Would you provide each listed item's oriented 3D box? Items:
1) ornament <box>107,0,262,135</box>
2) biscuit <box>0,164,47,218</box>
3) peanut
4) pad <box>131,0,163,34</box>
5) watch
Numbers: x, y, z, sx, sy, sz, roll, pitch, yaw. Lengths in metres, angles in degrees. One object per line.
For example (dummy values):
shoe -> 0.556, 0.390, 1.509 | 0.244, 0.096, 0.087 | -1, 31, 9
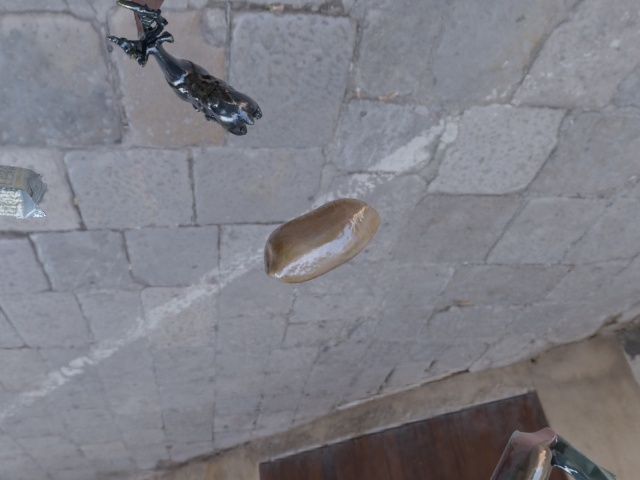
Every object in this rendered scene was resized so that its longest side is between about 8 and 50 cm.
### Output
ornament -> -0.205, -0.254, 0.784 | 0.080, 0.202, 0.236 | -53, 163, -1
biscuit -> -0.712, -0.108, 1.035 | 0.309, 0.186, 0.079 | 0, 116, -27
peanut -> 0.000, 0.000, 0.629 | 0.152, 0.076, 0.076 | -27, 145, 6
pad -> -0.340, -0.560, 1.077 | 0.004, 0.267, 0.181 | 10, 144, -2
watch -> 0.318, 0.403, 0.674 | 0.241, 0.253, 0.162 | 25, 162, 29
